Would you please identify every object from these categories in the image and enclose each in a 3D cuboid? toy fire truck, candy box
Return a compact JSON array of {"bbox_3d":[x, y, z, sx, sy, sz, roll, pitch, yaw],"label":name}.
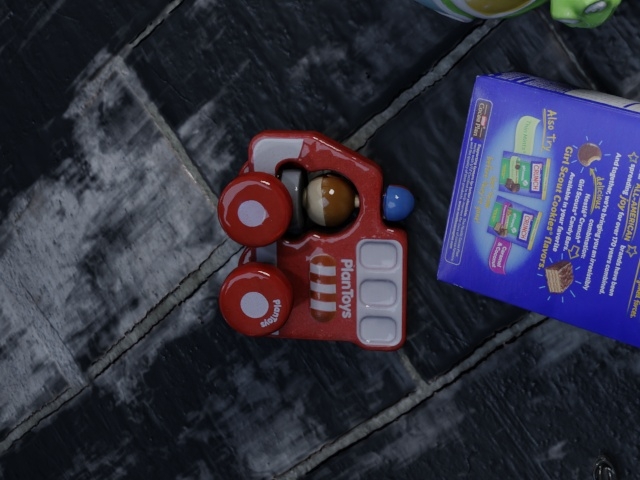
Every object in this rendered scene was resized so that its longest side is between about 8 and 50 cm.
[{"bbox_3d":[0.000,0.000,1.577,0.254,0.169,0.302,3,107,7],"label":"toy fire truck"},{"bbox_3d":[0.323,-0.037,1.370,0.317,0.122,0.268,20,112,27],"label":"candy box"}]

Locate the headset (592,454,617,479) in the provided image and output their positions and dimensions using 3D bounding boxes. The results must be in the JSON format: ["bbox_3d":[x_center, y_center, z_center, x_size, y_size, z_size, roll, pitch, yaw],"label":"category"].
[{"bbox_3d":[0.464,0.284,1.326,0.394,0.243,0.185,-43,53,50],"label":"headset"}]

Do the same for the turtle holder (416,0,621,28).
[{"bbox_3d":[0.178,-0.343,1.310,0.243,0.227,0.320,-29,87,34],"label":"turtle holder"}]
